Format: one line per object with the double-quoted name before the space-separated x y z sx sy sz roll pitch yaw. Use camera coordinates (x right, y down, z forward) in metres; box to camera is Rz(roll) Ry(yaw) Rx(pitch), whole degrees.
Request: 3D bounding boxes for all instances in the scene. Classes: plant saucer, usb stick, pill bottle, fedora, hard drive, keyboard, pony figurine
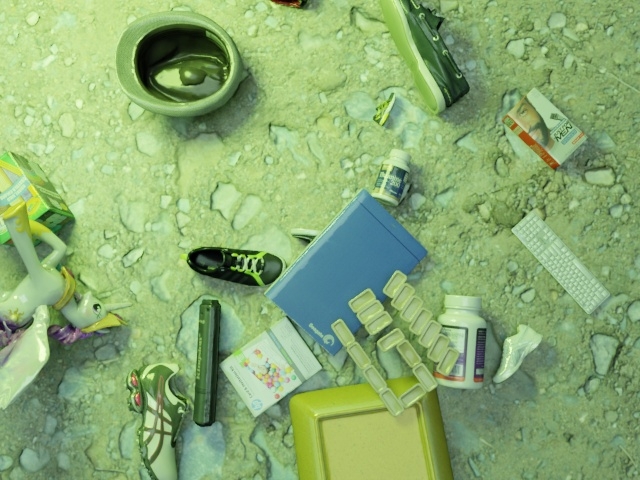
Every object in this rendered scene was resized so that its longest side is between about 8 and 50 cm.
"plant saucer" 0.115 0.469 1.234 0.332 0.081 0.333 -8 74 -2
"usb stick" -0.252 0.271 1.301 0.045 0.077 0.278 5 83 -23
"pill bottle" 0.164 -0.143 1.333 0.067 0.067 0.120 20 85 3
"fedora" -0.317 -0.389 1.342 0.275 0.124 0.244 -9 86 -8
"hard drive" 0.060 0.072 1.305 0.210 0.040 0.319 43 87 -11
"keyboard" 0.546 0.049 1.331 0.072 0.014 0.256 -41 85 -2
"pony figurine" -0.621 0.145 1.208 0.351 0.302 0.363 -41 122 -15
"pill bottle" 0.304 0.218 1.273 0.108 0.108 0.194 5 84 2

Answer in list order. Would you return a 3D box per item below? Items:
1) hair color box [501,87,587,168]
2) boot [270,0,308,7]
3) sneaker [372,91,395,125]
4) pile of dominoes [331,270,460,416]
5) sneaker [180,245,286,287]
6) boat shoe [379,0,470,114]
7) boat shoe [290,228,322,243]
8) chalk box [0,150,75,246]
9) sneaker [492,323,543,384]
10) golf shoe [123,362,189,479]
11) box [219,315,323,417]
"hair color box" 0.513 -0.256 1.343 0.093 0.053 0.167 -45 84 -2
"boot" -0.007 -0.639 1.381 0.236 0.085 0.179 11 87 9
"sneaker" 0.149 -0.312 1.368 0.035 0.031 0.083 25 85 4
"pile of dominoes" 0.162 0.214 1.248 0.196 0.040 0.251 -35 81 2
"sneaker" -0.195 0.059 1.308 0.234 0.097 0.084 4 85 2
"boat shoe" 0.240 -0.465 1.335 0.113 0.127 0.340 -25 86 -2
"boat shoe" 0.000 0.000 1.334 0.142 0.049 0.040 9 85 0
"chalk box" -0.662 -0.068 1.317 0.132 0.132 0.213 -36 83 -2
"sneaker" 0.424 0.253 1.299 0.061 0.054 0.152 40 81 14
"golf shoe" -0.342 0.404 1.278 0.120 0.105 0.273 -14 85 -7
"box" -0.111 0.281 1.314 0.186 0.038 0.145 -35 84 -1
